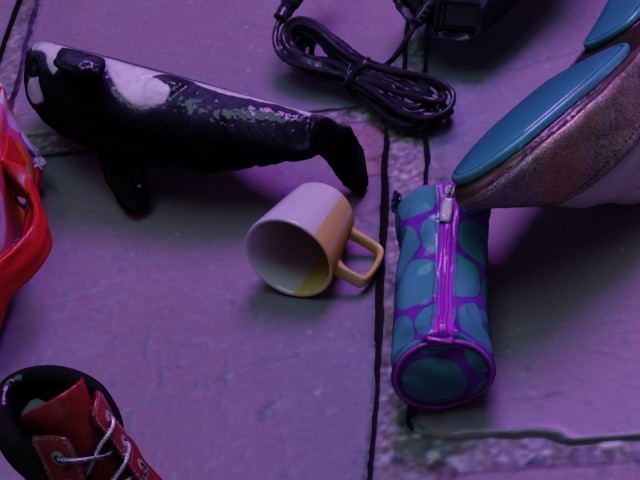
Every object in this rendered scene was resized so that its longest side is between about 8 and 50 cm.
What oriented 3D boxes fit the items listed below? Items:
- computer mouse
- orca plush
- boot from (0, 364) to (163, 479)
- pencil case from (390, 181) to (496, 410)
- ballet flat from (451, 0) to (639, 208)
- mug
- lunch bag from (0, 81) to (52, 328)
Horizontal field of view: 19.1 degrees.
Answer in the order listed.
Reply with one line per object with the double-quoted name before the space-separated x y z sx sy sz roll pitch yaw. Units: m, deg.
"computer mouse" 0.081 -0.206 1.406 0.184 0.060 0.262 24 81 33
"orca plush" -0.103 -0.064 1.351 0.287 0.102 0.151 16 5 19
"boot" -0.085 0.165 0.998 0.088 0.176 0.244 -37 47 -24
"pencil case" 0.075 0.030 1.174 0.064 0.070 0.151 2 44 1
"ballet flat" 0.202 -0.090 1.235 0.316 0.106 0.107 -47 13 -36
"mug" -0.004 0.000 1.254 0.062 0.078 0.064 -27 19 40
"lunch bag" -0.304 0.003 1.287 0.258 0.120 0.293 -5 42 12
